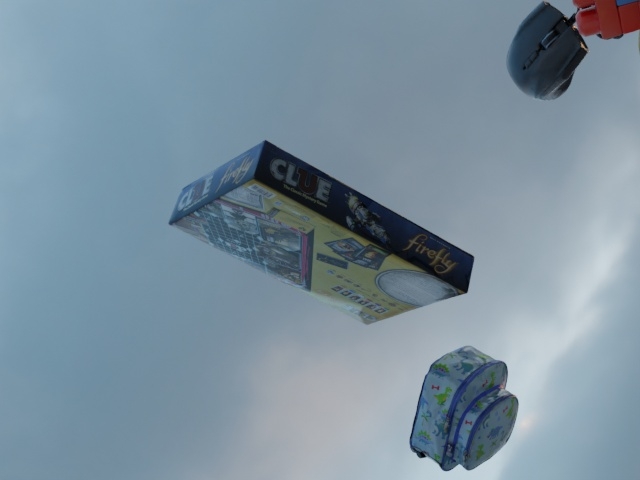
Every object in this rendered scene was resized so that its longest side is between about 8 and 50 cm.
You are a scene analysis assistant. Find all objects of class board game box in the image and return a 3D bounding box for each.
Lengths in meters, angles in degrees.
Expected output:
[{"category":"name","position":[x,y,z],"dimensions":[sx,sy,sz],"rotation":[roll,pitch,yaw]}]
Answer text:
[{"category":"board game box","position":[0.000,0.000,1.192],"dimensions":[0.243,0.165,0.042],"rotation":[28,-118,-25]}]

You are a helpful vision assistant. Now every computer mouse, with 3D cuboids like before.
[{"category":"computer mouse","position":[0.270,-0.279,1.617],"dimensions":[0.060,0.262,0.184],"rotation":[-34,-96,-19]}]

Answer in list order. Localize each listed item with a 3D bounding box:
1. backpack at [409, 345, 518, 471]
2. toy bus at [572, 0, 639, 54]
[{"category":"backpack","position":[0.154,0.173,1.303],"dimensions":[0.105,0.084,0.114],"rotation":[-22,-54,-44]},{"category":"toy bus","position":[0.340,-0.217,1.144],"dimensions":[0.149,0.211,0.220],"rotation":[-92,-19,-55]}]
